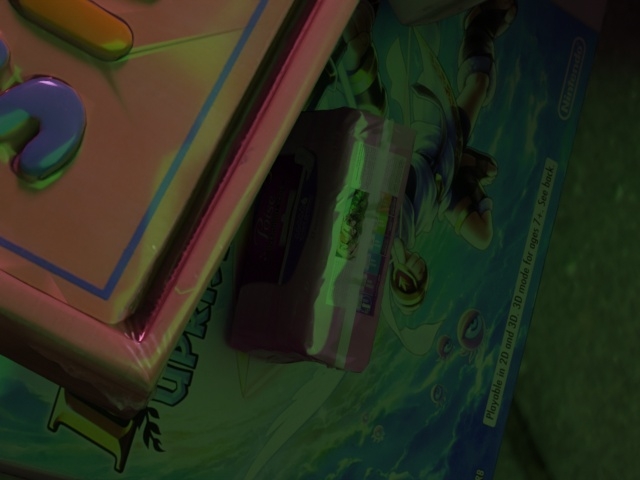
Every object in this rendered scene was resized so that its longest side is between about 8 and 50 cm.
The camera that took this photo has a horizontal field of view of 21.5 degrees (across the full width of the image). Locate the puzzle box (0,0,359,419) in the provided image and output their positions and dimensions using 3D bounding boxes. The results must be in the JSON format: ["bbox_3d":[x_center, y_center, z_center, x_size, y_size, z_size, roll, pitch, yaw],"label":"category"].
[{"bbox_3d":[-0.076,-0.188,0.477,0.272,0.052,0.409,28,71,-7],"label":"puzzle box"}]

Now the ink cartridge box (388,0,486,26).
[{"bbox_3d":[0.047,-0.208,0.604,0.189,0.066,0.232,-30,100,-47],"label":"ink cartridge box"}]

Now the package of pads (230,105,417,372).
[{"bbox_3d":[0.000,0.000,0.545,0.032,0.050,0.083,16,81,-34],"label":"package of pads"}]

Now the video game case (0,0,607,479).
[{"bbox_3d":[-0.015,-0.031,0.606,0.244,0.061,0.269,23,77,-37],"label":"video game case"}]
